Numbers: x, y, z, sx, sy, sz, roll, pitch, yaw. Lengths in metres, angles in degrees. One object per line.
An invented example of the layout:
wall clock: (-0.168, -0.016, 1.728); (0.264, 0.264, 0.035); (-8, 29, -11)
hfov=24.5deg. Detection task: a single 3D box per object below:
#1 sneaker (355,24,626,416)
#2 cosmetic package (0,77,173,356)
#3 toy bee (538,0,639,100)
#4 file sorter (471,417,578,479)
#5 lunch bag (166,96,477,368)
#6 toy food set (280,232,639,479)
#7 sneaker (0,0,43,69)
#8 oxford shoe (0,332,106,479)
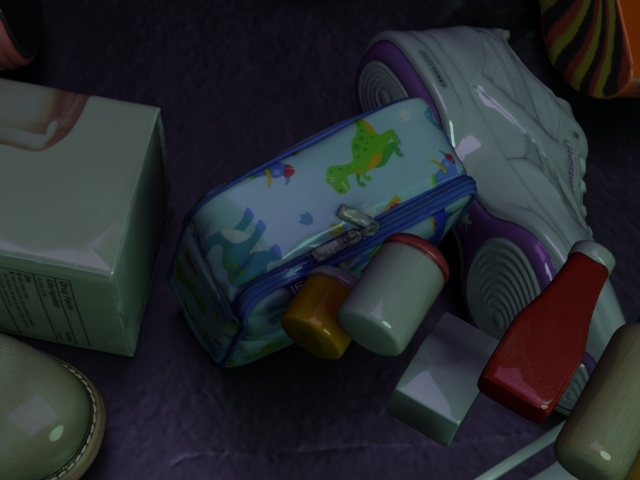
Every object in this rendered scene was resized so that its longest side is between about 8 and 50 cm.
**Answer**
sneaker: (0.149, -0.026, 1.009); (0.152, 0.114, 0.305); (-17, 73, -34)
cosmetic package: (-0.257, -0.030, 0.974); (0.296, 0.153, 0.129); (12, 65, 2)
toy bee: (0.200, -0.244, 1.119); (0.195, 0.162, 0.298); (21, 75, -27)
file sorter: (0.191, 0.247, 0.849); (0.193, 0.173, 0.277); (-30, 70, -15)
lunch bag: (0.000, 0.000, 0.931); (0.176, 0.219, 0.090); (-27, 80, -18)
toy food set: (0.104, 0.052, 0.781); (0.232, 0.111, 0.104); (29, 65, 11)
sneaker: (-0.320, -0.243, 1.025); (0.136, 0.116, 0.314); (-20, 108, 14)
oxford shoe: (-0.334, 0.080, 0.919); (0.397, 0.146, 0.140); (9, 64, 1)
